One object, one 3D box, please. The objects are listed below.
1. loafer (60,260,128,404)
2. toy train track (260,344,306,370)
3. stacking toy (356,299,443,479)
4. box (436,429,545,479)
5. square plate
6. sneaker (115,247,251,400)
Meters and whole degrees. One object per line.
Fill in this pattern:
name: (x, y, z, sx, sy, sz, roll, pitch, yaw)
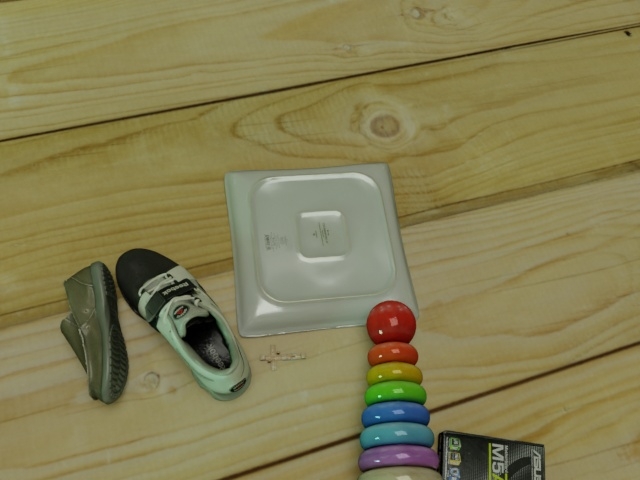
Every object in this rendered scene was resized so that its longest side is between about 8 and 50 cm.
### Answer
loafer: (-0.389, 0.161, 1.133, 0.087, 0.094, 0.251, -14, 63, -2)
toy train track: (-0.067, 0.208, 1.192, 0.083, 0.014, 0.048, 0, 66, -9)
stacking toy: (0.124, 0.261, 1.137, 0.141, 0.141, 0.331, 3, 61, -7)
box: (0.288, 0.432, 1.126, 0.184, 0.045, 0.191, 9, 65, -2)
square plate: (0.000, 0.000, 1.278, 0.343, 0.049, 0.347, -4, 66, -11)
sneaker: (-0.234, 0.118, 1.138, 0.122, 0.146, 0.330, -41, 76, -21)
